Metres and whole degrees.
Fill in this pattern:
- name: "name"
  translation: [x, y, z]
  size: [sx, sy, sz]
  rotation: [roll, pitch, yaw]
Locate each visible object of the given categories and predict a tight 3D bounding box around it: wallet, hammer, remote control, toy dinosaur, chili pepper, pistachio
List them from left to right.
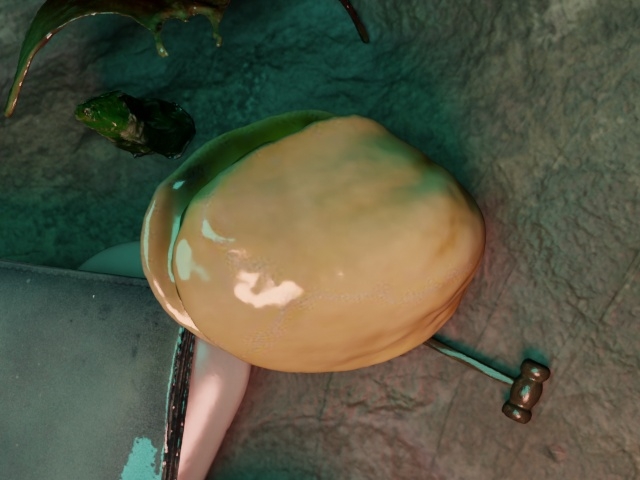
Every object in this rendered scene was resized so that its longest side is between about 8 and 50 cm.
- name: "wallet"
  translation: [-0.245, 0.170, 1.654]
  size: [0.251, 0.054, 0.291]
  rotation: [6, 88, 20]
- name: "chili pepper"
  translation: [-0.190, -0.113, 1.660]
  size: [0.088, 0.227, 0.059]
  rotation: [3, 90, 11]
- name: "remote control"
  translation: [-0.195, 0.160, 1.718]
  size: [0.221, 0.103, 0.332]
  rotation: [28, 96, 21]
- name: "toy dinosaur"
  translation: [-0.144, -0.204, 1.674]
  size: [0.206, 0.327, 0.113]
  rotation: [31, 142, 43]
- name: "pistachio"
  translation: [0.000, 0.000, 1.578]
  size: [0.321, 0.229, 0.238]
  rotation: [-2, 93, -27]
- name: "hammer"
  translation: [0.080, 0.088, 1.685]
  size: [0.292, 0.029, 0.058]
  rotation: [25, 93, 17]
